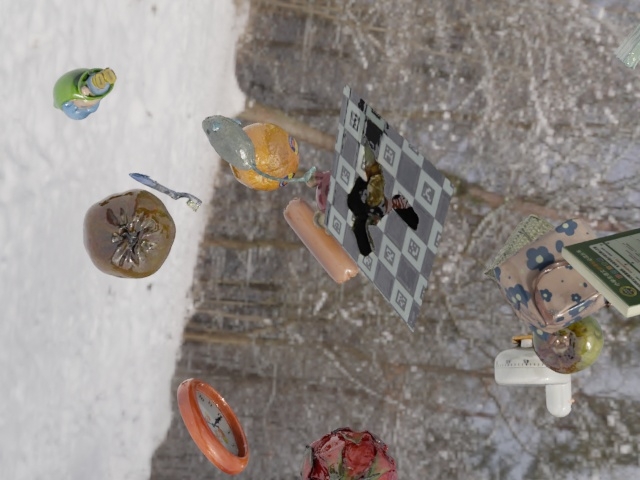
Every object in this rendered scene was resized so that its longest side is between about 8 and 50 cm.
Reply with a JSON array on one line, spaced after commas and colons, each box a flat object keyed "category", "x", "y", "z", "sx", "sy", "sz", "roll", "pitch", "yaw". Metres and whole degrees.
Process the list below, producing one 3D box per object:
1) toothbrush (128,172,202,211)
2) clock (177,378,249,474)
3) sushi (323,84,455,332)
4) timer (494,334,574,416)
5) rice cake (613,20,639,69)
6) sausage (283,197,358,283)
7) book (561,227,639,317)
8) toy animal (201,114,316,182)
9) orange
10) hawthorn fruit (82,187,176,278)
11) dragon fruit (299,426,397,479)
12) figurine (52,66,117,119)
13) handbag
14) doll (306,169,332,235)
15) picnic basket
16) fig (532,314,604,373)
[{"category": "toothbrush", "x": -0.415, "y": -0.135, "z": 2.264, "sx": 0.042, "sy": 0.035, "sz": 0.413, "roll": -56, "pitch": 161, "yaw": 1}, {"category": "clock", "x": -0.208, "y": 0.358, "z": 1.606, "sx": 0.205, "sy": 0.051, "sz": 0.205, "roll": 56, "pitch": 7, "yaw": -10}, {"category": "sushi", "x": 0.137, "y": -0.068, "z": 1.585, "sx": 0.359, "sy": 0.064, "sz": 0.343, "roll": 51, "pitch": -36, "yaw": 41}, {"category": "timer", "x": 0.652, "y": 0.417, "z": 2.551, "sx": 0.233, "sy": 0.233, "sz": 0.240, "roll": 136, "pitch": -45, "yaw": -73}, {"category": "rice cake", "x": 0.768, "y": -0.498, "z": 1.923, "sx": 0.211, "sy": 0.038, "sz": 0.124, "roll": -56, "pitch": -174, "yaw": 24}, {"category": "sausage", "x": -0.001, "y": 0.000, "z": 2.418, "sx": 0.289, "sy": 0.086, "sz": 0.086, "roll": 52, "pitch": -22, "yaw": 8}, {"category": "book", "x": 0.584, "y": 0.038, "z": 1.435, "sx": 0.202, "sy": 0.264, "sz": 0.027, "roll": -121, "pitch": -158, "yaw": -55}, {"category": "toy animal", "x": -0.138, "y": -0.172, "z": 1.681, "sx": 0.070, "sy": 0.252, "sz": 0.079, "roll": -50, "pitch": 170, "yaw": -46}, {"category": "orange", "x": -0.139, "y": -0.208, "z": 2.057, "sx": 0.178, "sy": 0.177, "sz": 0.155, "roll": 110, "pitch": -23, "yaw": -53}, {"category": "hawthorn fruit", "x": -0.566, "y": -0.020, "z": 2.450, "sx": 0.301, "sy": 0.267, "sz": 0.268, "roll": 174, "pitch": -79, "yaw": -77}, {"category": "dragon fruit", "x": 0.061, "y": 0.538, "z": 1.838, "sx": 0.293, "sy": 0.233, "sz": 0.234, "roll": -51, "pitch": 149, "yaw": -76}, {"category": "figurine", "x": -0.708, "y": -0.457, "z": 2.514, "sx": 0.263, "sy": 0.143, "sz": 0.162, "roll": -13, "pitch": -153, "yaw": 48}, {"category": "handbag", "x": 0.551, "y": 0.095, "z": 1.906, "sx": 0.193, "sy": 0.251, "sz": 0.190, "roll": 61, "pitch": 5, "yaw": 31}, {"category": "doll", "x": 0.055, "y": -0.100, "z": 2.290, "sx": 0.256, "sy": 0.152, "sz": 0.196, "roll": 20, "pitch": 90, "yaw": -66}, {"category": "picnic basket", "x": 0.584, "y": 0.043, "z": 2.356, "sx": 0.196, "sy": 0.134, "sz": 0.154, "roll": -52, "pitch": 173, "yaw": -9}, {"category": "fig", "x": 0.647, "y": 0.258, "z": 2.176, "sx": 0.191, "sy": 0.180, "sz": 0.181, "roll": 5, "pitch": 90, "yaw": -70}]
